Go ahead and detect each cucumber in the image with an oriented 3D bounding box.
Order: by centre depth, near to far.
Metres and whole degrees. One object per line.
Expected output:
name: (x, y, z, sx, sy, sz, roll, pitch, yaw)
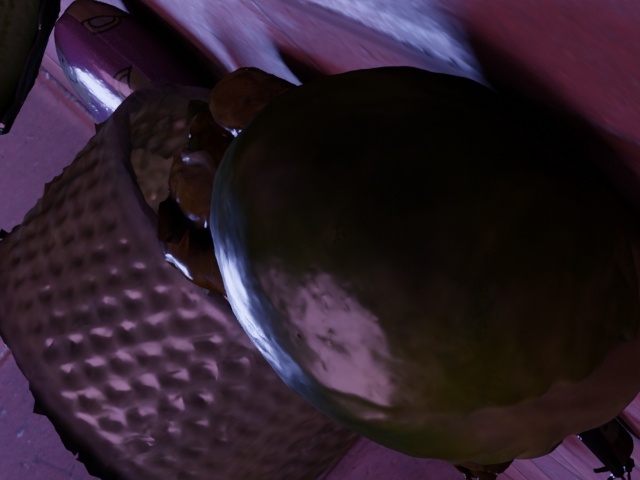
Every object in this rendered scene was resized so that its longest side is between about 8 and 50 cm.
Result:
cucumber: (-0.238, -0.172, 1.402, 0.115, 0.193, 0.086, 9, 169, 15)

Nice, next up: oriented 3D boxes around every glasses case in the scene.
glasses case: (-0.131, -0.107, 1.472, 0.123, 0.076, 0.316, 40, 176, 8)

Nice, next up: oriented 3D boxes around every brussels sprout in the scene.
brussels sprout: (0.042, 0.013, 0.734, 0.180, 0.144, 0.161, 19, 157, -5)

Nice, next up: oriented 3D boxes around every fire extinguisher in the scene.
fire extinguisher: (0.188, 0.128, 1.326, 0.049, 0.035, 0.173, 33, 172, 45)

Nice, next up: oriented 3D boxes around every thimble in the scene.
thimble: (-0.066, 0.041, 1.242, 0.270, 0.150, 0.271, 33, -152, -20)

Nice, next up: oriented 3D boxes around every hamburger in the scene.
hamburger: (0.000, 0.000, 1.085, 0.206, 0.130, 0.183, 41, 179, -40)

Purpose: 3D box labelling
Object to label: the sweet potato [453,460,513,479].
sweet potato: (0.128, 0.156, 1.772, 0.124, 0.098, 0.310, 47, 177, 42)
